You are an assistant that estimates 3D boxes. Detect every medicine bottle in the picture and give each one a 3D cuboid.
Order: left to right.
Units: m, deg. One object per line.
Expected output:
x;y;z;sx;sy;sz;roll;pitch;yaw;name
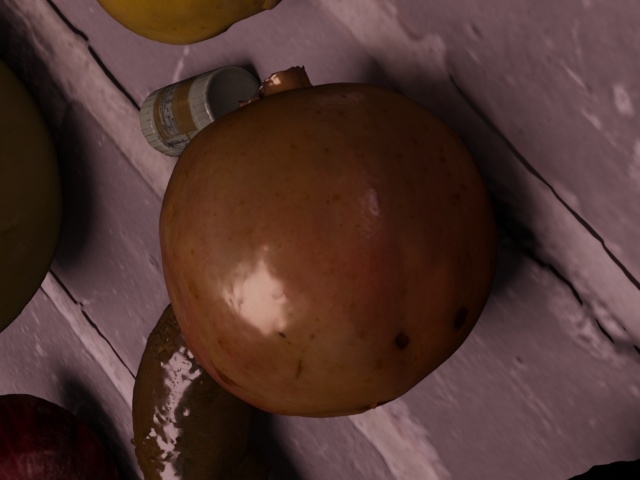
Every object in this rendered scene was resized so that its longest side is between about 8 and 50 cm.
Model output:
-0.076;-0.082;0.970;0.083;0.047;0.047;-9;105;53;medicine bottle

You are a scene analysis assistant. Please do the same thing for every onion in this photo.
-0.215;0.224;1.303;0.151;0.098;0.206;-129;20;-60;onion

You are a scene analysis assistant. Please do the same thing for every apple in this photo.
-0.346;-0.036;1.165;0.292;0.254;0.292;24;126;38;apple

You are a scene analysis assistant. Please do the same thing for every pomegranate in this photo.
-0.001;0.003;0.820;0.191;0.191;0.191;30;135;37;pomegranate

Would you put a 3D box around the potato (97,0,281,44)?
-0.111;-0.252;0.819;0.173;0.140;0.300;-15;106;47;potato

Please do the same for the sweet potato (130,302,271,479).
-0.075;0.138;1.079;0.124;0.098;0.310;5;117;26;sweet potato

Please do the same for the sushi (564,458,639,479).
0.196;0.275;0.736;0.171;0.211;0.350;-16;91;61;sushi
